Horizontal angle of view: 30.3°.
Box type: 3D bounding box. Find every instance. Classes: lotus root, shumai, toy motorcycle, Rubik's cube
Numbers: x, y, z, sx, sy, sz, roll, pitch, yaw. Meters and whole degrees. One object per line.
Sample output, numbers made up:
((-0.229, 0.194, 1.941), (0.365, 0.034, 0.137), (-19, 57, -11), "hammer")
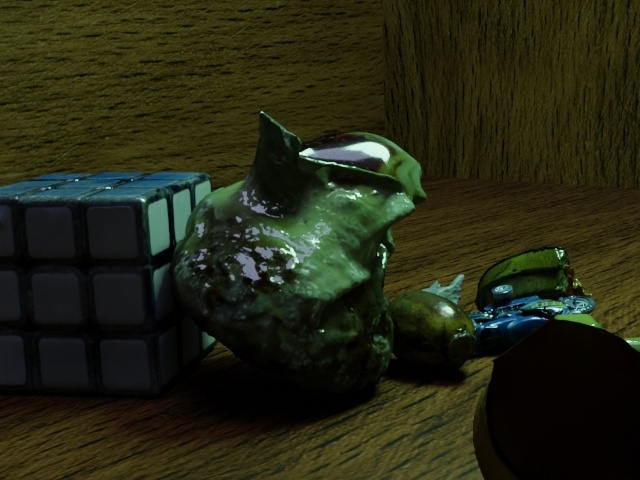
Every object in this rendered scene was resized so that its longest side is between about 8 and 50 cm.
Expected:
((0.158, 0.135, 1.791), (0.120, 0.120, 0.209), (-9, 15, -36), "lotus root")
((0.000, 0.000, 1.706), (0.395, 0.348, 0.395), (33, 9, -6), "shumai")
((0.312, 0.134, 1.869), (0.254, 0.092, 0.135), (-10, 18, 6), "toy motorcycle")
((-0.348, 0.056, 1.838), (0.305, 0.304, 0.301), (-1, 10, 15), "Rubik's cube")

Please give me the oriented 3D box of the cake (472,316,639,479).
((0.252, 0.199, 1.251), (0.185, 0.208, 0.178), (-5, -17, -5), "cake")

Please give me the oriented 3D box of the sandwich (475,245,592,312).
((0.353, 0.093, 2.028), (0.159, 0.079, 0.235), (30, -32, -35), "sandwich")

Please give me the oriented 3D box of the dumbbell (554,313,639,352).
((0.465, 0.156, 1.639), (0.301, 0.121, 0.108), (-1, -18, 0), "dumbbell")

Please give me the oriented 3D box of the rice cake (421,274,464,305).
((0.198, 0.101, 1.979), (0.051, 0.081, 0.290), (38, -6, 0), "rice cake")
